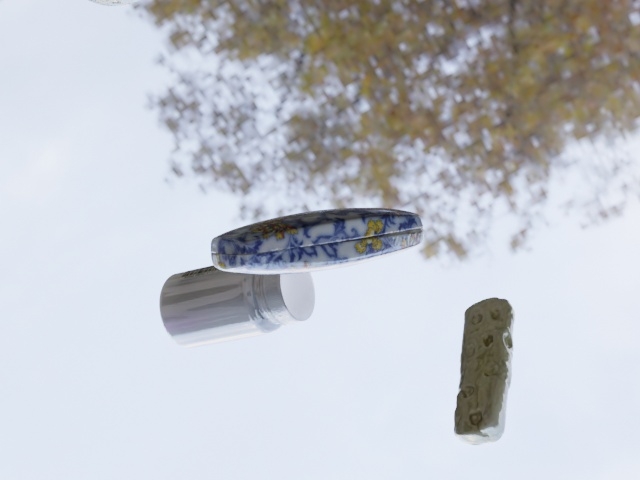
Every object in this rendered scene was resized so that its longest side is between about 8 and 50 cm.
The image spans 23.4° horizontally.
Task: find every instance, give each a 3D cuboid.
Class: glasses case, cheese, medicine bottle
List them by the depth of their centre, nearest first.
[{"bbox_3d":[0.000,0.000,1.669,0.248,0.065,0.087,-7,-172,-35],"label":"glasses case"},{"bbox_3d":[0.188,0.147,1.759,0.065,0.043,0.194,-23,-141,35],"label":"cheese"},{"bbox_3d":[-0.108,0.077,1.998,0.186,0.103,0.103,-13,-140,28],"label":"medicine bottle"}]

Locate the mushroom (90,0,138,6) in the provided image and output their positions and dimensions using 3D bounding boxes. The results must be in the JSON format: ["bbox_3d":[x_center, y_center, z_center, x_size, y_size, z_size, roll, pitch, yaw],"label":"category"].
[{"bbox_3d":[-0.260,-0.393,1.583,0.247,0.344,0.130,-17,-157,12],"label":"mushroom"}]
